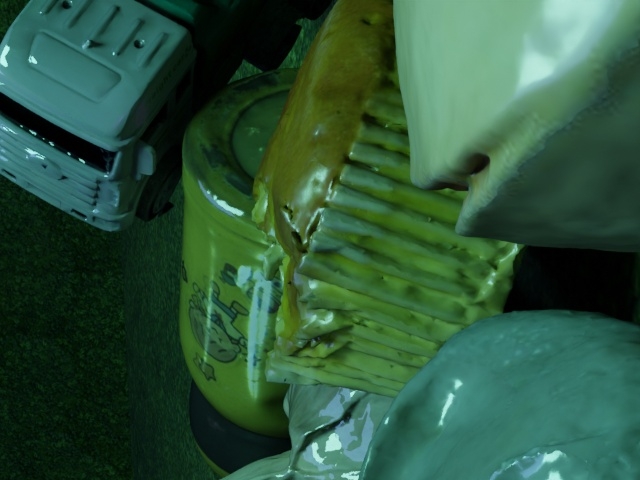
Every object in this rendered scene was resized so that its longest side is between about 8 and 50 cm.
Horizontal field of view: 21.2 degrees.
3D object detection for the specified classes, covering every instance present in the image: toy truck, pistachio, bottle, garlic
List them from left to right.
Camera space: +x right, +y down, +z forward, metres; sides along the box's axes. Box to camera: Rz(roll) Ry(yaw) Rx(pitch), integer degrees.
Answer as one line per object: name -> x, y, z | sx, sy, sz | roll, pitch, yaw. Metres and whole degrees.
toy truck -> -0.109, -0.191, 1.268 | 0.363, 0.176, 0.178 | -57, -8, -23
bottle -> -0.027, 0.055, 1.284 | 0.351, 0.171, 0.171 | 99, 161, -44
garlic -> 0.019, 0.128, 1.039 | 0.218, 0.212, 0.218 | 169, 90, -75
pistachio -> 0.112, -0.081, 0.610 | 0.193, 0.214, 0.318 | 45, 167, 3

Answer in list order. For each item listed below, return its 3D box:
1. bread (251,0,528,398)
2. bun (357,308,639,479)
bread -> 0.038, -0.036, 0.932 | 0.179, 0.133, 0.250 | 118, 168, -48
bun -> 0.098, 0.205, 0.765 | 0.354, 0.194, 0.354 | 176, 90, -75
